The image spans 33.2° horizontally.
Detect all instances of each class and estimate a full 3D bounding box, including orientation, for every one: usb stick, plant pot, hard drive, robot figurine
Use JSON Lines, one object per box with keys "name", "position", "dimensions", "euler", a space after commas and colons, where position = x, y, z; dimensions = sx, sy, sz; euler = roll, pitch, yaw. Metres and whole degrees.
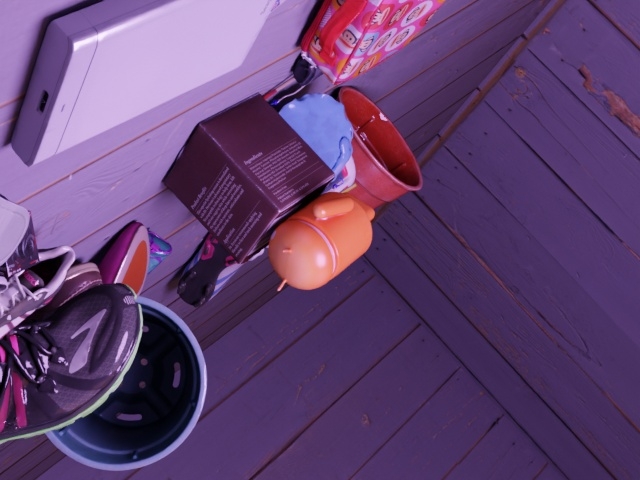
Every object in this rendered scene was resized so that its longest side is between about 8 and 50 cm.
{"name": "usb stick", "position": [0.055, -0.358, 1.936], "dimensions": [0.278, 0.045, 0.077], "euler": [-38, 171, -36]}
{"name": "plant pot", "position": [0.034, -0.146, 2.322], "dimensions": [0.265, 0.272, 0.272], "euler": [-37, 176, 23]}
{"name": "hard drive", "position": [-0.194, -0.231, 1.288], "dimensions": [0.353, 0.047, 0.233], "euler": [-35, 169, -39]}
{"name": "plant pot", "position": [-0.407, 0.287, 2.245], "dimensions": [0.341, 0.341, 0.334], "euler": [-42, -179, -7]}
{"name": "robot figurine", "position": [0.000, -0.002, 1.793], "dimensions": [0.158, 0.128, 0.219], "euler": [-20, -167, 47]}

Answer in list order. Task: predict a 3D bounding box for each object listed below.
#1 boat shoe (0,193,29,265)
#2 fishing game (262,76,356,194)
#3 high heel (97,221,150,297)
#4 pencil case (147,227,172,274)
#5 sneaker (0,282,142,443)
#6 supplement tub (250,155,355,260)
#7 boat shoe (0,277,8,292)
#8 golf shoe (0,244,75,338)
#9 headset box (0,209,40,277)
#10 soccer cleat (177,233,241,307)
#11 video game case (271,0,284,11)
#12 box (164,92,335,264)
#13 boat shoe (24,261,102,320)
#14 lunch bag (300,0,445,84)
{"name": "boat shoe", "position": [-0.401, -0.040, 1.160], "dimensions": [0.114, 0.091, 0.302], "euler": [-61, 176, -16]}
{"name": "fishing game", "position": [-0.021, -0.183, 1.972], "dimensions": [0.189, 0.264, 0.041], "euler": [-37, -148, -21]}
{"name": "high heel", "position": [-0.446, 0.111, 1.971], "dimensions": [0.377, 0.181, 0.127], "euler": [-65, 163, 11]}
{"name": "pencil case", "position": [-0.355, 0.049, 2.050], "dimensions": [0.151, 0.064, 0.070], "euler": [-44, 175, 16]}
{"name": "sneaker", "position": [-0.484, 0.203, 1.620], "dimensions": [0.482, 0.185, 0.202], "euler": [-30, 152, -18]}
{"name": "supplement tub", "position": [-0.084, -0.108, 2.077], "dimensions": [0.272, 0.191, 0.191], "euler": [-40, 172, -22]}
{"name": "boat shoe", "position": [-0.496, 0.073, 1.376], "dimensions": [0.226, 0.076, 0.083], "euler": [-35, 169, -47]}
{"name": "golf shoe", "position": [-0.455, 0.083, 1.503], "dimensions": [0.120, 0.105, 0.273], "euler": [-34, -170, 37]}
{"name": "headset box", "position": [-0.411, -0.001, 1.428], "dimensions": [0.062, 0.032, 0.083], "euler": [-32, 123, -56]}
{"name": "soccer cleat", "position": [-0.221, 0.020, 2.509], "dimensions": [0.331, 0.116, 0.143], "euler": [-44, -171, 31]}
{"name": "video game case", "position": [-0.093, -0.321, 1.497], "dimensions": [0.122, 0.011, 0.087], "euler": [-42, 173, -8]}
{"name": "box", "position": [-0.121, -0.106, 1.837], "dimensions": [0.167, 0.203, 0.168], "euler": [-36, 171, -44]}
{"name": "boat shoe", "position": [-0.490, 0.173, 1.806], "dimensions": [0.342, 0.123, 0.123], "euler": [-39, 172, -25]}
{"name": "lunch bag", "position": [0.090, -0.376, 1.720], "dimensions": [0.258, 0.120, 0.293], "euler": [-37, 172, -32]}
